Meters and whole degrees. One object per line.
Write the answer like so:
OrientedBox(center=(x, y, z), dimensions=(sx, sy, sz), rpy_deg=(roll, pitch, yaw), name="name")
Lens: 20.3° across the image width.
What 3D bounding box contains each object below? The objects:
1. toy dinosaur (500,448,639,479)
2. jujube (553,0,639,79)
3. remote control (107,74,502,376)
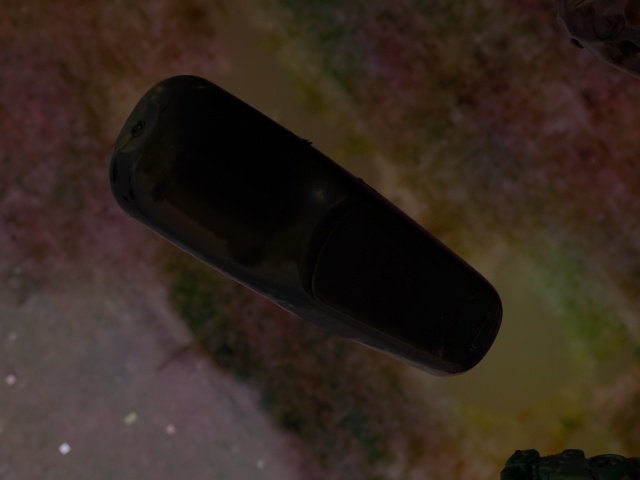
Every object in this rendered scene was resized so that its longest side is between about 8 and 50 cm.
OrientedBox(center=(0.170, 0.164, 1.054), dimensions=(0.259, 0.153, 0.094), rpy_deg=(-35, -58, -58), name="toy dinosaur")
OrientedBox(center=(0.206, -0.184, 0.892), dimensions=(0.168, 0.236, 0.168), rpy_deg=(30, 173, 4), name="jujube")
OrientedBox(center=(0.000, 0.000, 0.825), dimensions=(0.222, 0.072, 0.042), rpy_deg=(31, 175, -31), name="remote control")
